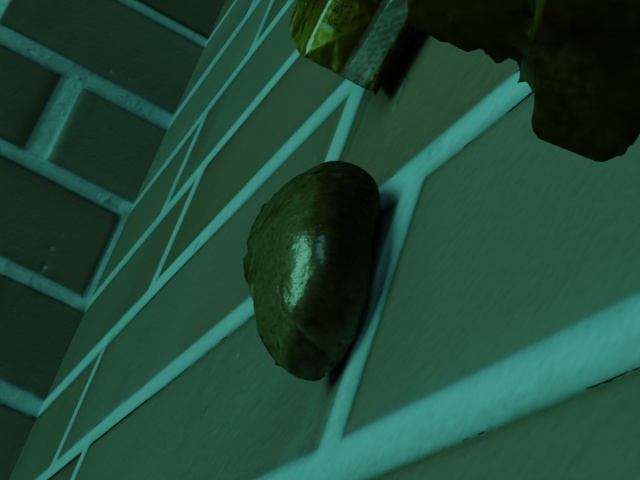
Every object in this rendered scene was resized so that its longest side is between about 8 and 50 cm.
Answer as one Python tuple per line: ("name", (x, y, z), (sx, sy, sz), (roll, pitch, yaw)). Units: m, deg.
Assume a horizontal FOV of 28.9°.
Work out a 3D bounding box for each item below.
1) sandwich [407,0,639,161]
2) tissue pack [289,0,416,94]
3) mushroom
("sandwich", (0.165, -0.198, 0.327), (0.325, 0.131, 0.262), (-60, -3, -32))
("tissue pack", (0.063, -0.246, 1.021), (0.226, 0.092, 0.183), (-62, 14, 15))
("mushroom", (-0.001, -0.002, 0.833), (0.094, 0.072, 0.209), (-44, 21, 31))
